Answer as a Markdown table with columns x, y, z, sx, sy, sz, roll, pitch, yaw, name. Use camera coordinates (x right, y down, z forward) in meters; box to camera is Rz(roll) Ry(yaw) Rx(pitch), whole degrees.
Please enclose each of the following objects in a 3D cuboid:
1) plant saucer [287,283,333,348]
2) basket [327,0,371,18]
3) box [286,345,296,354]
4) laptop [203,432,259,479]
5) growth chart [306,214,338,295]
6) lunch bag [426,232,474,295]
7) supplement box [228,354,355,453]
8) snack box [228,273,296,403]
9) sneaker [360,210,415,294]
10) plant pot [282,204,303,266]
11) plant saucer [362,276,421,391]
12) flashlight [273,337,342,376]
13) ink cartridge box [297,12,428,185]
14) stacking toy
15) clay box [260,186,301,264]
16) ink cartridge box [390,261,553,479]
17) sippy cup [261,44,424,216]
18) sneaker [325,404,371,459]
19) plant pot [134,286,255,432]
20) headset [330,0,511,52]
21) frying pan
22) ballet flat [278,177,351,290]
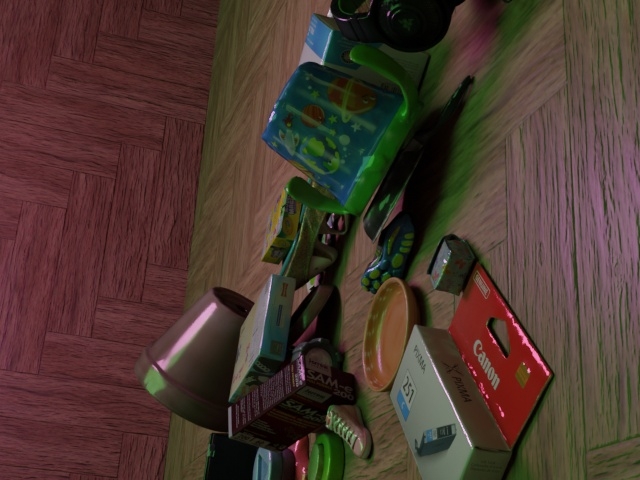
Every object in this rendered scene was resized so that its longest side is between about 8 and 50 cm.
| x | y | z | sx | sy | sz | roll | pitch | yaw | name |
| --- | --- | --- | --- | --- | --- | --- | --- | --- | --- |
| -0.033 | 0.155 | 2.105 | 0.168 | 0.029 | 0.168 | -52 | 6 | 7 | plant saucer |
| 0.081 | -0.466 | 2.124 | 0.167 | 0.103 | 0.113 | -101 | 27 | -53 | basket |
| -0.088 | 0.336 | 2.300 | 0.116 | 0.029 | 0.162 | 136 | 141 | -61 | box |
| -0.171 | 0.672 | 2.378 | 0.408 | 0.236 | 0.381 | 50 | -132 | -75 | laptop |
| 0.000 | 0.000 | 2.238 | 0.172 | 0.021 | 0.237 | -107 | 30 | -58 | growth chart |
| 0.198 | 0.035 | 1.519 | 0.083 | 0.053 | 0.071 | -94 | 22 | -66 | lunch bag |
| -0.058 | 0.322 | 1.913 | 0.239 | 0.130 | 0.073 | -40 | 40 | 34 | supplement box |
| -0.130 | 0.224 | 2.147 | 0.322 | 0.060 | 0.187 | 123 | 159 | -59 | snack box |
| 0.127 | 0.026 | 1.759 | 0.078 | 0.067 | 0.188 | -66 | -2 | -53 | sneaker |
| -0.055 | -0.014 | 2.362 | 0.236 | 0.032 | 0.236 | -169 | 90 | -79 | plant pot |
| 0.125 | 0.164 | 1.699 | 0.200 | 0.037 | 0.199 | -168 | 90 | -73 | plant saucer |
| -0.049 | 0.273 | 2.086 | 0.304 | 0.103 | 0.103 | 147 | 134 | -66 | flashlight |
| 0.056 | -0.274 | 1.921 | 0.197 | 0.198 | 0.270 | -118 | 42 | -65 | ink cartridge box |
| -0.069 | 0.471 | 1.977 | 0.309 | 0.130 | 0.279 | -115 | 39 | -62 | stacking toy |
| -0.089 | -0.036 | 2.327 | 0.222 | 0.053 | 0.127 | 130 | 150 | -67 | clay box |
| 0.197 | 0.206 | 1.389 | 0.296 | 0.066 | 0.261 | -111 | 35 | -60 | ink cartridge box |
| 0.029 | -0.193 | 1.724 | 0.305 | 0.224 | 0.240 | -61 | -1 | 8 | sippy cup |
| 0.046 | 0.345 | 1.787 | 0.134 | 0.070 | 0.051 | -112 | 38 | -59 | sneaker |
| -0.266 | 0.285 | 2.519 | 0.280 | 0.323 | 0.323 | -57 | 21 | 10 | plant pot |
| 0.173 | -0.434 | 1.579 | 0.394 | 0.185 | 0.243 | 9 | 51 | 45 | headset |
| 0.147 | -0.124 | 1.681 | 0.197 | 0.053 | 0.326 | -61 | -2 | -41 | frying pan |
| -0.003 | -0.014 | 2.105 | 0.123 | 0.123 | 0.348 | -113 | 38 | -62 | ballet flat |
